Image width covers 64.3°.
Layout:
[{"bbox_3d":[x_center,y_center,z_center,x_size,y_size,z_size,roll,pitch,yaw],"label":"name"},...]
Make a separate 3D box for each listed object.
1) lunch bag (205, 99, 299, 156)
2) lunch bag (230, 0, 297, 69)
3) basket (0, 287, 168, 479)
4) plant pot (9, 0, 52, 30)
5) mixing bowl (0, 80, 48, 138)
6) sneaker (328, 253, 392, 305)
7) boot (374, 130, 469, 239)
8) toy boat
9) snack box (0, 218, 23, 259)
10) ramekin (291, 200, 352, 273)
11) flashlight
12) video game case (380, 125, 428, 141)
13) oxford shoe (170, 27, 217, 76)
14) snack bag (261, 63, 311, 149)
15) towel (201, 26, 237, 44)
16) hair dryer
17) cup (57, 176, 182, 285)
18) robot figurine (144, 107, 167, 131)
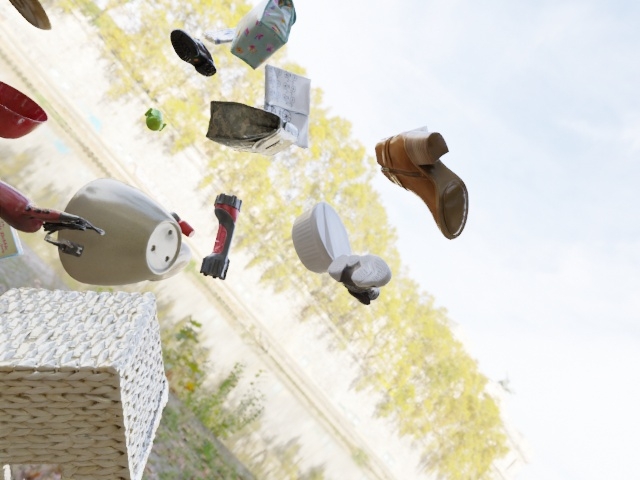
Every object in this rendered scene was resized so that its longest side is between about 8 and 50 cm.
[{"bbox_3d":[-0.238,-0.407,1.885,0.287,0.169,0.235,8,2,14],"label":"lunch bag"},{"bbox_3d":[-0.214,-0.829,1.966,0.160,0.262,0.223,31,-37,-32],"label":"lunch bag"},{"bbox_3d":[-0.480,0.267,0.959,0.331,0.328,0.266,-109,-158,-72],"label":"basket"},{"bbox_3d":[-0.871,-0.708,1.464,0.236,0.032,0.236,40,-20,18],"label":"plant pot"},{"bbox_3d":[-0.816,-0.327,1.315,0.181,0.098,0.181,38,11,-9],"label":"mixing bowl"},{"bbox_3d":[0.145,0.120,1.500,0.153,0.101,0.268,46,-19,-26],"label":"sneaker"},{"bbox_3d":[0.244,-0.138,1.288,0.220,0.109,0.283,9,-50,60],"label":"boot"},{"bbox_3d":[-0.671,0.029,2.280,0.148,0.318,0.267,37,24,15],"label":"toy boat"},{"bbox_3d":[-1.255,-0.075,1.890,0.060,0.187,0.322,166,-93,-77],"label":"snack box"},{"bbox_3d":[0.000,0.000,1.892,0.273,0.127,0.273,48,30,-41],"label":"ramekin"},{"bbox_3d":[-0.365,-0.017,1.843,0.103,0.304,0.103,5,-19,24],"label":"flashlight"},{"bbox_3d":[0.361,-0.378,2.137,0.026,0.206,0.227,60,23,-45],"label":"video game case"},{"bbox_3d":[-0.451,-0.673,1.782,0.227,0.083,0.096,41,34,-65],"label":"oxford shoe"},{"bbox_3d":[-0.151,-0.611,2.366,0.037,0.342,0.323,5,3,37],"label":"snack bag"},{"bbox_3d":[-0.378,-0.941,2.318,0.209,0.285,0.034,48,-31,50],"label":"towel"},{"bbox_3d":[-0.676,-0.073,1.228,0.293,0.080,0.223,30,-38,-26],"label":"hair dryer"},{"bbox_3d":[-0.558,-0.003,1.512,0.237,0.331,0.331,13,-25,19],"label":"cup"},{"bbox_3d":[-0.675,-0.489,2.068,0.101,0.067,0.115,56,12,-46],"label":"robot figurine"}]
